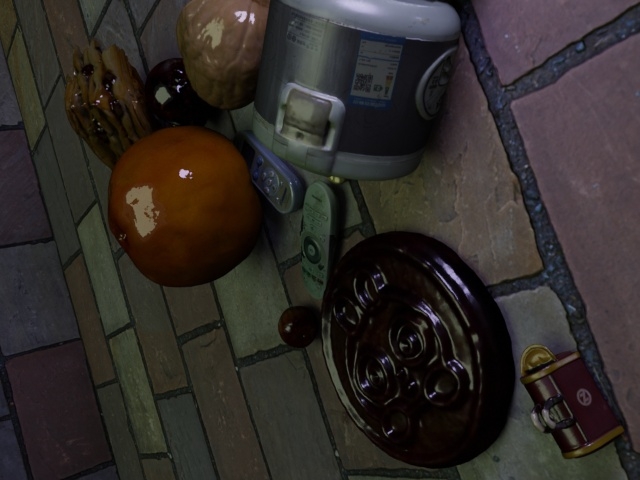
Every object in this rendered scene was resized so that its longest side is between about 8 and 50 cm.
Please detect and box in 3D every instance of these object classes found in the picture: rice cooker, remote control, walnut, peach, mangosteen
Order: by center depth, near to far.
[{"bbox_3d":[0.044,-0.233,0.891,0.288,0.288,0.277,39,127,39],"label":"rice cooker"},{"bbox_3d":[-0.163,-0.372,1.172,0.225,0.224,0.261,66,154,14],"label":"walnut"},{"bbox_3d":[-0.002,0.001,1.207,0.097,0.045,0.256,37,130,41],"label":"remote control"},{"bbox_3d":[-0.112,-0.149,1.302,0.244,0.047,0.087,49,137,31],"label":"remote control"},{"bbox_3d":[-0.296,-0.071,1.312,0.343,0.301,0.343,49,157,30],"label":"peach"},{"bbox_3d":[-0.327,-0.337,1.435,0.184,0.172,0.173,169,89,-72],"label":"mangosteen"}]

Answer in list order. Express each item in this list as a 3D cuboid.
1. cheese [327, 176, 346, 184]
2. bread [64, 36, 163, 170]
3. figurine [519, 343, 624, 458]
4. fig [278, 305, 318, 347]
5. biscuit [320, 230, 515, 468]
[{"bbox_3d":[0.039,-0.141,1.122,0.044,0.030,0.083,44,126,44],"label":"cheese"},{"bbox_3d":[-0.530,-0.350,1.556,0.314,0.191,0.370,73,171,-55],"label":"bread"},{"bbox_3d":[0.313,0.214,0.823,0.154,0.098,0.082,62,144,15],"label":"figurine"},{"bbox_3d":[-0.055,0.168,1.303,0.125,0.088,0.089,-131,42,-58],"label":"fig"},{"bbox_3d":[0.138,0.188,1.045,0.407,0.091,0.408,19,115,49],"label":"biscuit"}]
